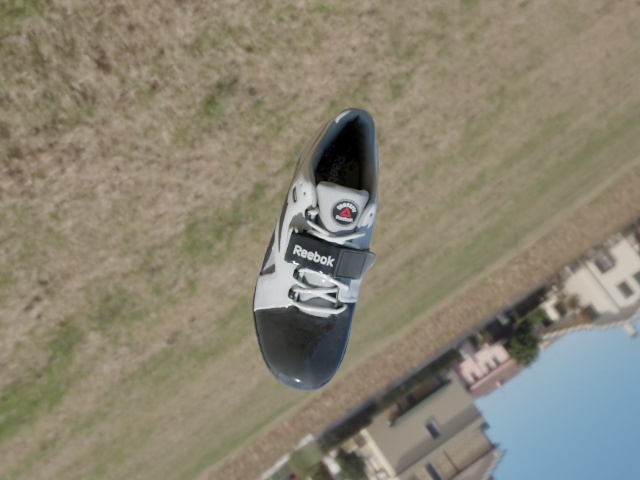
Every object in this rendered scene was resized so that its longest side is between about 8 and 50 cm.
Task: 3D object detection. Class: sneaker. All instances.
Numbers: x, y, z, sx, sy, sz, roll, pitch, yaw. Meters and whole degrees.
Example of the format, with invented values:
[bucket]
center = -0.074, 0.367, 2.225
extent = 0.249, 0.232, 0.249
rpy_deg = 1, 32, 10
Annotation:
[sneaker]
center = 0.000, 0.000, 0.951
extent = 0.122, 0.330, 0.146
rpy_deg = 10, 164, -7
